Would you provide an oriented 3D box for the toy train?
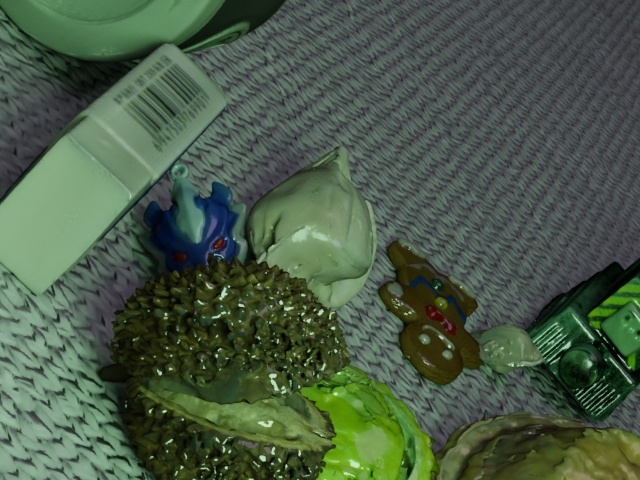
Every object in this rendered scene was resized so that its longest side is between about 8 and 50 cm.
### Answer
[{"bbox_3d":[0.358,0.086,2.047,0.138,0.178,0.330,50,22,5],"label":"toy train"}]

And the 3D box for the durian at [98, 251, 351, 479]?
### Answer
[{"bbox_3d":[-0.075,0.103,1.298,0.196,0.196,0.167,53,14,12],"label":"durian"}]

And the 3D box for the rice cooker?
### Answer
[{"bbox_3d":[-0.160,-0.304,1.642,0.288,0.288,0.277,50,22,5],"label":"rice cooker"}]

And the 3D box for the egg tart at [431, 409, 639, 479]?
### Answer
[{"bbox_3d":[0.251,0.275,1.533,0.352,0.150,0.352,20,42,-19],"label":"egg tart"}]

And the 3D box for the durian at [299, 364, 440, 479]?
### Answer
[{"bbox_3d":[0.020,0.175,1.415,0.132,0.106,0.375,22,30,-45],"label":"durian"}]

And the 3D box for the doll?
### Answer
[{"bbox_3d":[-0.098,0.016,1.484,0.070,0.096,0.195,75,-3,-60],"label":"doll"}]

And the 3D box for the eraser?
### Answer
[{"bbox_3d":[-0.171,-0.066,1.434,0.081,0.124,0.279,44,23,-6],"label":"eraser"}]

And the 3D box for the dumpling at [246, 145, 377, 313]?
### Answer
[{"bbox_3d":[0.000,0.000,1.654,0.136,0.118,0.199,53,47,-26],"label":"dumpling"}]

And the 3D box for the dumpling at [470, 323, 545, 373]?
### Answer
[{"bbox_3d":[0.195,0.113,1.877,0.076,0.052,0.057,55,23,18],"label":"dumpling"}]

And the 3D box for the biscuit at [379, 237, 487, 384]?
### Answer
[{"bbox_3d":[0.119,0.079,1.826,0.138,0.031,0.205,39,26,-14],"label":"biscuit"}]
